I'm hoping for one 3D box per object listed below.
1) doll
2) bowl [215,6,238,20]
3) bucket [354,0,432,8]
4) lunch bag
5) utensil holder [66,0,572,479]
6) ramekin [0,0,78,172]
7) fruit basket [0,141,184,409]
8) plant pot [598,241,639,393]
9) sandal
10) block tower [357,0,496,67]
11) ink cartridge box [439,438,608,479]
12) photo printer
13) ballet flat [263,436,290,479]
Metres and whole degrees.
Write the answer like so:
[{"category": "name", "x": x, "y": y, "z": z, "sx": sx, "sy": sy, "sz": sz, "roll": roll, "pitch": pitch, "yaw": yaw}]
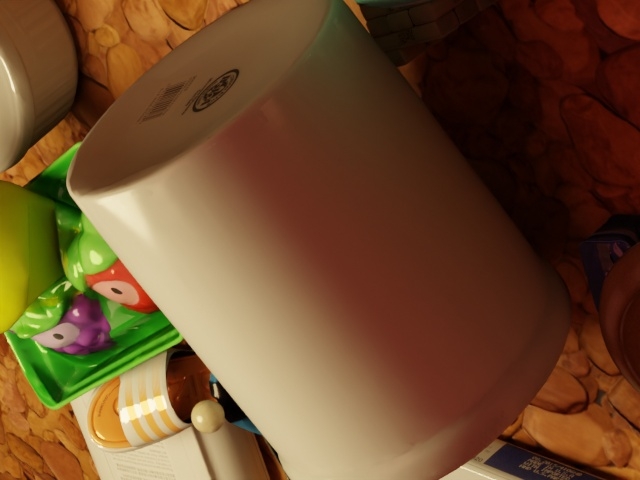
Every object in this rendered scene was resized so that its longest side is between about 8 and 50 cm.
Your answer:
[{"category": "doll", "x": -0.072, "y": 0.162, "z": 2.090, "sx": 0.046, "sy": 0.189, "sz": 0.129, "roll": -8, "pitch": 110, "yaw": 48}, {"category": "bowl", "x": -0.069, "y": -0.089, "z": 1.953, "sx": 0.298, "sy": 0.134, "sz": 0.298, "roll": 26, "pitch": 133, "yaw": 32}, {"category": "bucket", "x": 0.094, "y": -0.326, "z": 1.520, "sx": 0.183, "sy": 0.281, "sz": 0.281, "roll": -13, "pitch": 107, "yaw": 53}, {"category": "lunch bag", "x": 0.287, "y": 0.031, "z": 1.729, "sx": 0.067, "sy": 0.065, "sz": 0.098, "roll": 0, "pitch": 116, "yaw": 46}, {"category": "utensil holder", "x": 0.000, "y": 0.000, "z": 1.717, "sx": 0.327, "sy": 0.327, "sz": 0.385, "roll": -9, "pitch": 126, "yaw": 48}, {"category": "ramekin", "x": -0.408, "y": -0.222, "z": 2.207, "sx": 0.273, "sy": 0.127, "sz": 0.273, "roll": 26, "pitch": 133, "yaw": 31}, {"category": "fruit basket", "x": -0.314, "y": 0.040, "z": 2.104, "sx": 0.392, "sy": 0.392, "sz": 0.283, "roll": -30, "pitch": 87, "yaw": 51}, {"category": "plant pot", "x": 0.362, "y": 0.091, "z": 1.665, "sx": 0.236, "sy": 0.032, "sz": 0.236, "roll": 14, "pitch": 130, "yaw": 17}, {"category": "sandal", "x": -0.160, "y": 0.168, "z": 2.161, "sx": 0.076, "sy": 0.265, "sz": 0.102, "roll": 44, "pitch": -153, "yaw": -76}, {"category": "block tower", "x": 0.048, "y": -0.332, "z": 1.693, "sx": 0.097, "sy": 0.091, "sz": 0.335, "roll": -8, "pitch": 111, "yaw": 49}, {"category": "ink cartridge box", "x": 0.189, "y": 0.360, "z": 2.063, "sx": 0.324, "sy": 0.071, "sz": 0.330, "roll": 18, "pitch": 131, "yaw": 38}, {"category": "photo printer", "x": -0.181, "y": 0.287, "z": 2.355, "sx": 0.256, "sy": 0.107, "sz": 0.307, "roll": 3, "pitch": 119, "yaw": 44}, {"category": "ballet flat", "x": -0.046, "y": 0.260, "z": 2.244, "sx": 0.057, "sy": 0.049, "sz": 0.173, "roll": -22, "pitch": 100, "yaw": 51}]
